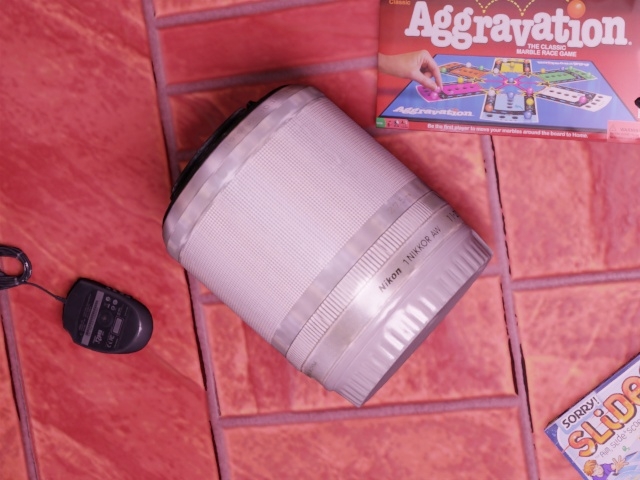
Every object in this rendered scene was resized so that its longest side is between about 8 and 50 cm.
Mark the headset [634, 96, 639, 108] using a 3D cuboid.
[{"bbox_3d":[0.299,-0.307,1.594,0.185,0.243,0.394,-29,115,-3],"label":"headset"}]

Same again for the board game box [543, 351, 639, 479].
[{"bbox_3d":[0.340,0.176,1.772,0.201,0.035,0.136,-42,86,20],"label":"board game box"}]

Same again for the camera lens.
[{"bbox_3d":[0.000,0.000,1.752,0.274,0.219,0.219,42,109,7],"label":"camera lens"}]

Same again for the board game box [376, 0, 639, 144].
[{"bbox_3d":[0.194,-0.174,1.762,0.281,0.027,0.145,4,100,17],"label":"board game box"}]

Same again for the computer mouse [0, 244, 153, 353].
[{"bbox_3d":[-0.284,0.062,1.955,0.242,0.041,0.071,23,97,20],"label":"computer mouse"}]
